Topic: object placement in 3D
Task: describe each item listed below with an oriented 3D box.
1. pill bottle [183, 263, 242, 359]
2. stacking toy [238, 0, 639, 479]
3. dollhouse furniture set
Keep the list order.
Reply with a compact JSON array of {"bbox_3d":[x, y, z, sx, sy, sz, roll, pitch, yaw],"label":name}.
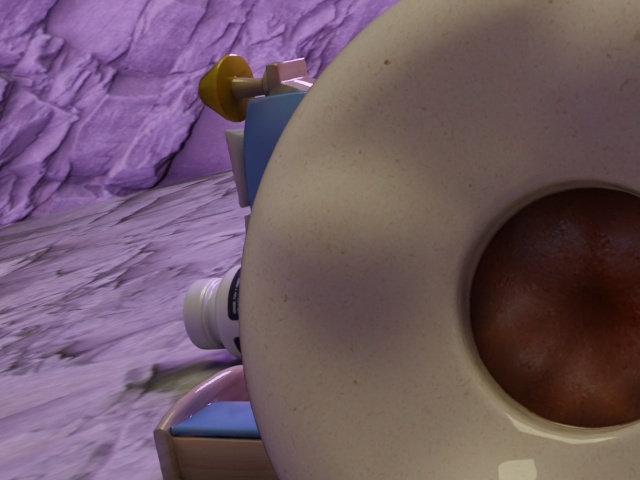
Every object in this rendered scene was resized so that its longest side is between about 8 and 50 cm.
[{"bbox_3d":[-0.040,0.066,1.187,0.169,0.094,0.094,-4,13,27],"label":"pill bottle"},{"bbox_3d":[0.194,0.043,0.759,0.351,0.350,0.480,-6,-6,21],"label":"stacking toy"},{"bbox_3d":[0.000,0.000,0.940,0.198,0.303,0.286,-3,14,31],"label":"dollhouse furniture set"}]
